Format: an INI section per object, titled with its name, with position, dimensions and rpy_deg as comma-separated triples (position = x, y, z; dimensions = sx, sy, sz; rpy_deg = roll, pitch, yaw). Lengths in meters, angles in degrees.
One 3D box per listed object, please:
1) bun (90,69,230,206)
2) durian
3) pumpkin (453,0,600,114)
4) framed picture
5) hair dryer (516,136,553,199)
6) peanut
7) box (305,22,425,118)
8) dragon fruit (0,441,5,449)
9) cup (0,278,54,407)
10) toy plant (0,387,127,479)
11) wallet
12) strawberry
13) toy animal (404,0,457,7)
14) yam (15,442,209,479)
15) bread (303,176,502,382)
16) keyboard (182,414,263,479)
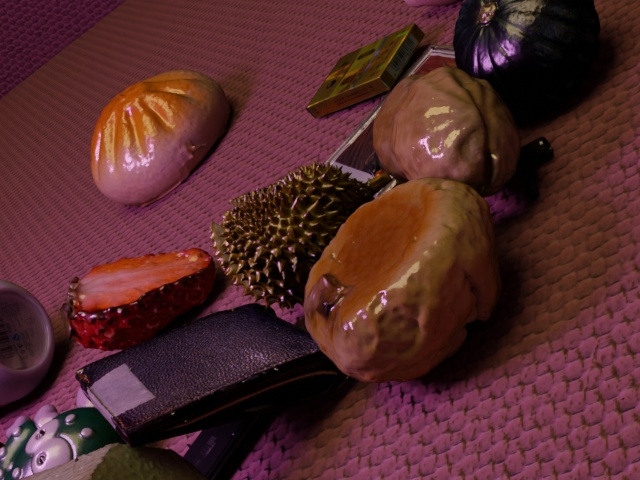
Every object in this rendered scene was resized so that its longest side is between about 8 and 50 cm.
[bun]
position = -0.315, -0.208, 2.148
dimensions = 0.299, 0.165, 0.299
rpy_deg = -34, 29, 22
[durian]
position = 0.000, 0.000, 1.394
dimensions = 0.237, 0.193, 0.138
rpy_deg = -31, 53, -8
[pumpkin]
position = 0.241, -0.242, 1.388
dimensions = 0.194, 0.150, 0.194
rpy_deg = -31, 31, 21
[framed picture]
position = 0.120, -0.171, 1.616
dimensions = 0.273, 0.016, 0.216
rpy_deg = -49, 25, -8
[hair dryer]
position = 0.235, -0.077, 1.298
dimensions = 0.047, 0.026, 0.083
rpy_deg = -30, 33, 30
[peanut]
position = 0.138, -0.126, 1.362
dimensions = 0.149, 0.149, 0.313
rpy_deg = -45, 11, -1
[box]
position = 0.067, -0.258, 1.792
dimensions = 0.193, 0.030, 0.121
rpy_deg = -13, 38, 54
[dragon fruit]
position = -0.445, 0.341, 1.594
dimensions = 0.142, 0.130, 0.121
rpy_deg = -28, -3, 33
[cup]
position = -0.594, 0.193, 1.910
dimensions = 0.317, 0.212, 0.212
rpy_deg = -24, 32, 36
[toy plant]
position = -0.323, 0.290, 1.468
dimensions = 0.243, 0.112, 0.232
rpy_deg = -25, 45, 17
[wallet]
position = -0.123, 0.152, 1.307
dimensions = 0.262, 0.071, 0.221
rpy_deg = -15, 18, -23
[strawberry]
position = -0.252, 0.097, 1.691
dimensions = 0.236, 0.111, 0.190
rpy_deg = -14, 22, 10
[toy animal]
position = 0.194, -0.467, 1.788
dimensions = 0.171, 0.171, 0.198
rpy_deg = -1, 51, 55
[yam]
position = -0.245, 0.324, 1.216
dimensions = 0.271, 0.201, 0.202
rpy_deg = -36, 7, 28
[bread]
position = 0.089, 0.049, 1.204
dimensions = 0.244, 0.134, 0.244
rpy_deg = -38, 26, 22
[keyboard]
position = -0.129, 0.249, 1.350
dimensions = 0.230, 0.025, 0.093
rpy_deg = -54, 28, -18
